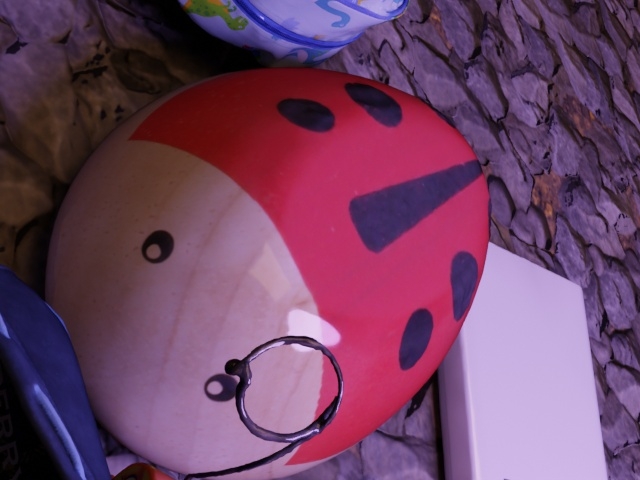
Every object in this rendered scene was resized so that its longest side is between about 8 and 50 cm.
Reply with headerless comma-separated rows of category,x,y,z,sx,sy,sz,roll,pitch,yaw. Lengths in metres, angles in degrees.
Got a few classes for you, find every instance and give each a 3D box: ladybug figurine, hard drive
ladybug figurine,0.000,0.000,0.799,0.449,0.161,0.305,-34,97,-51
hard drive,0.201,0.185,1.028,0.233,0.047,0.353,22,56,-41

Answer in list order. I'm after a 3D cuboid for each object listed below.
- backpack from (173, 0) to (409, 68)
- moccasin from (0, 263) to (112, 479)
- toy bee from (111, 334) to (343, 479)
backpack,-0.036,-0.322,0.880,0.290,0.273,0.356,22,67,-47
moccasin,-0.152,0.152,0.471,0.342,0.137,0.117,60,-2,29
toy bee,-0.103,0.203,0.611,0.298,0.162,0.195,-39,105,-23
